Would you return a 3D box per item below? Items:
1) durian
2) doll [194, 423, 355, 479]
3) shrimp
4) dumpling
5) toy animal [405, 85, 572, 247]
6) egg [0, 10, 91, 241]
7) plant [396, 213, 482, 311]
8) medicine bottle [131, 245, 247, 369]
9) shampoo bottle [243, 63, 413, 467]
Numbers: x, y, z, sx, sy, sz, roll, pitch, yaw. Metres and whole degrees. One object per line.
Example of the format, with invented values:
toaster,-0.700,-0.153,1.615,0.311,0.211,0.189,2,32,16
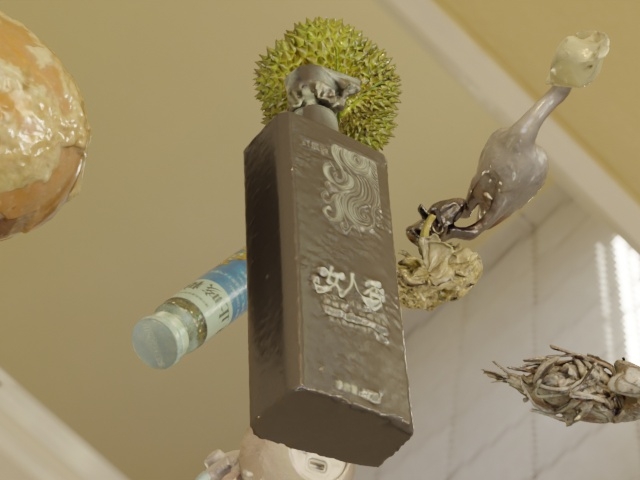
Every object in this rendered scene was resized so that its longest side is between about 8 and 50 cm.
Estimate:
durian,0.017,-0.165,1.667,0.198,0.159,0.146,42,-122,-63
doll,-0.067,0.293,1.889,0.151,0.151,0.287,-55,10,-34
shrimp,0.213,0.124,1.293,0.165,0.065,0.056,8,46,22
dumpling,0.268,-0.187,1.557,0.057,0.052,0.076,-47,-16,-28
toy animal,0.246,-0.100,1.939,0.324,0.090,0.195,-50,-18,10
egg,-0.290,-0.090,1.160,0.195,0.233,0.195,13,-90,-89
plant,0.130,0.021,1.805,0.104,0.116,0.122,-30,64,44
medicine bottle,-0.094,0.054,1.316,0.051,0.051,0.191,-40,-1,34
shampoo bottle,-0.001,0.000,1.016,0.071,0.098,0.309,-50,32,39
